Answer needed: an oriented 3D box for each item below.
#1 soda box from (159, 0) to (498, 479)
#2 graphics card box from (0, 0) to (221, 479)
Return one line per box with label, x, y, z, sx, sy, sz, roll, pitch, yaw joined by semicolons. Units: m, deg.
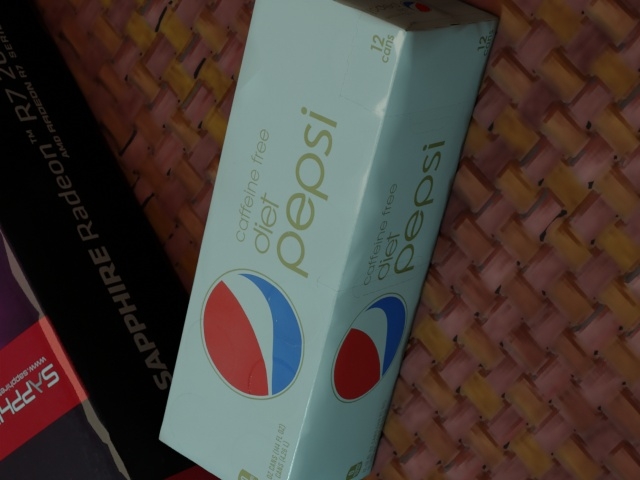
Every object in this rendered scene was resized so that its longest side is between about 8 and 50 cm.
soda box;0.000;0.000;0.645;0.074;0.069;0.216;28;117;30
graphics card box;-0.192;0.028;0.785;0.233;0.094;0.371;-35;77;38
